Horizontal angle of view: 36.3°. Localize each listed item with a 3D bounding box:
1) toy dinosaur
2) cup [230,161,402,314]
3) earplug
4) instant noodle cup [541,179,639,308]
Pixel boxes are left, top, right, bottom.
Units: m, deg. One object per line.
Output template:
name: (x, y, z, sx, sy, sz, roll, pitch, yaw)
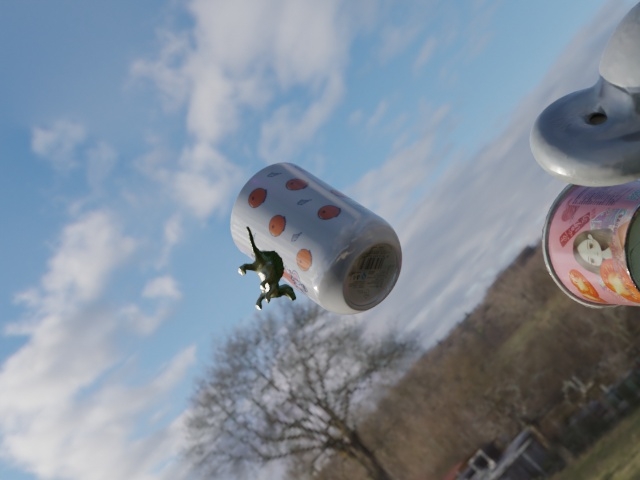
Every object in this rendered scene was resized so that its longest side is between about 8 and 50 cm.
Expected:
toy dinosaur: (-0.064, 0.030, 1.121, 0.029, 0.120, 0.060, -2, 31, 37)
cup: (0.000, 0.000, 1.892, 0.212, 0.317, 0.212, -22, -54, -33)
earplug: (0.451, -0.214, 1.423, 0.325, 0.214, 0.175, -47, -51, 10)
instant noodle cup: (0.521, 0.004, 1.582, 0.243, 0.243, 0.231, -46, 12, -7)
